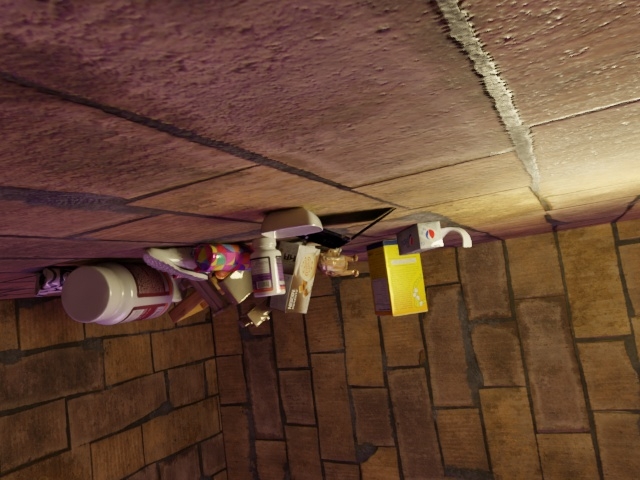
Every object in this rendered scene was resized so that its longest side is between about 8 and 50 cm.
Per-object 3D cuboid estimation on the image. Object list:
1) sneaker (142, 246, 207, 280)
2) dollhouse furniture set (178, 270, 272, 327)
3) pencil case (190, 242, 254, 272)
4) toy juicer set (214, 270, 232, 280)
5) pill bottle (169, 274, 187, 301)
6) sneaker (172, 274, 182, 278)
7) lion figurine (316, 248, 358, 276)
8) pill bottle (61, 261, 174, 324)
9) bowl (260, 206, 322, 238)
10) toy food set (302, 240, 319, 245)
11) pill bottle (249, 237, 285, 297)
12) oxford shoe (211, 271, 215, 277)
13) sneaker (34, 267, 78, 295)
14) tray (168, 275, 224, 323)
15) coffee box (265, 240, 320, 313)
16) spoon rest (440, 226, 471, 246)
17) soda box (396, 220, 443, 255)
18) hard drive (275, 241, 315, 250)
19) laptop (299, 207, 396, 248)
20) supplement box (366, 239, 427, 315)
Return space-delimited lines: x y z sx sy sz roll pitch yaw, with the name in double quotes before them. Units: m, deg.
"sneaker" -0.465 0.060 1.580 0.090 0.095 0.235 -7 156 42
"dollhouse furniture set" -0.354 0.200 1.916 0.174 0.303 0.355 -42 -171 -36
"pencil case" -0.317 0.058 1.631 0.104 0.104 0.236 -12 172 35
"toy juicer set" -0.318 0.097 2.160 0.329 0.089 0.209 -20 152 5
"pill bottle" -0.816 0.239 2.412 0.283 0.161 0.161 -11 173 28
"sneaker" -0.627 0.152 2.300 0.128 0.087 0.221 2 161 -6
"lion figurine" 0.021 0.101 2.262 0.240 0.142 0.392 5 173 -29
"pill bottle" -0.730 0.191 1.779 0.224 0.224 0.392 -9 174 11
"bowl" -0.070 -0.044 1.195 0.142 0.053 0.142 -7 174 9
"toy food set" 0.000 0.000 1.801 0.132 0.039 0.192 0 179 -4
"pill bottle" -0.181 0.090 1.638 0.108 0.194 0.108 -6 174 -1
"oxford shoe" -0.362 0.156 2.527 0.397 0.140 0.146 2 135 -14
"sneaker" -0.943 0.153 1.773 0.153 0.094 0.235 9 155 -39
"tray" -0.568 0.269 2.404 0.411 0.076 0.203 -37 172 37
"coffee box" -0.099 0.136 1.783 0.098 0.247 0.141 11 177 35
"spoon rest" 0.518 -0.019 2.092 0.137 0.084 0.276 0 -176 -42
"soda box" 0.381 -0.003 1.901 0.091 0.098 0.286 -7 173 -8
"hard drive" -0.179 0.076 1.986 0.203 0.040 0.307 -4 163 -29
"laptop" 0.049 -0.056 1.412 0.264 0.137 0.234 19 170 -5
"supplement box" 0.369 0.181 2.370 0.195 0.357 0.194 -5 174 -21
